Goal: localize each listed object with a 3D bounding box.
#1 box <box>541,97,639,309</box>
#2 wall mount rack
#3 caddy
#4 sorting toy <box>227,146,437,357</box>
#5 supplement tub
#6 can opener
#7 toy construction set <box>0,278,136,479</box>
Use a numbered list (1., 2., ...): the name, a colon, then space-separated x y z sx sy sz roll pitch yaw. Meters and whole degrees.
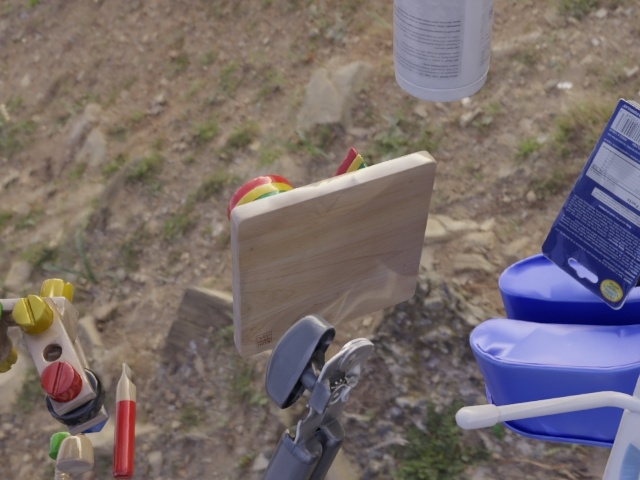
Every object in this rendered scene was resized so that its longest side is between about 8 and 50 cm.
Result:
1. box: 0.372 -0.042 1.191 0.136 0.036 0.225 42 121 33
2. wall mount rack: 0.255 0.247 0.854 0.304 0.130 0.350 13 113 10
3. caddy: 0.363 0.147 1.268 0.341 0.179 0.241 -1 42 39
4. sorting toy: 0.000 0.000 1.230 0.257 0.255 0.089 -18 50 -19
5. supplement tub: 0.085 -0.159 0.680 0.071 0.107 0.071 -1 44 1
6. can opener: -0.028 0.195 1.006 0.095 0.076 0.283 40 126 23
7. toy construction set: -0.322 0.111 1.058 0.257 0.309 0.237 -24 50 26
